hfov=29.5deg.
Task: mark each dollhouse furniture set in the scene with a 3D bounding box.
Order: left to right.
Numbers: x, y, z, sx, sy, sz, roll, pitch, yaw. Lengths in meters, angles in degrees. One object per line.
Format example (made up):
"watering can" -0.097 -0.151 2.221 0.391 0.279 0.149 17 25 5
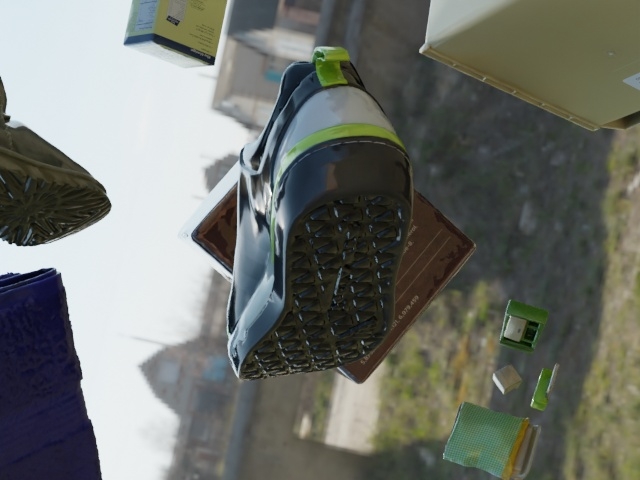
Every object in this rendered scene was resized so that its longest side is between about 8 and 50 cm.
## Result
"dollhouse furniture set" 0.169 0.134 1.090 0.058 0.076 0.151 92 -161 -57

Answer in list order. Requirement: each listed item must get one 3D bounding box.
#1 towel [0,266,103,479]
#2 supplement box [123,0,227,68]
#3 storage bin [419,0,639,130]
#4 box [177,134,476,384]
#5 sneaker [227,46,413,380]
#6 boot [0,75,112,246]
"towel" -0.302 0.196 1.086 0.228 0.076 0.308 -22 -72 -49
"supplement box" -0.149 -0.231 1.264 0.056 0.083 0.083 4 81 49
"storage bin" 0.269 -0.219 1.101 0.262 0.260 0.123 -22 54 58
"box" 0.000 0.000 1.127 0.167 0.203 0.168 -49 10 -6
"sneaker" -0.003 -0.009 0.626 0.234 0.084 0.097 112 148 -55
"boot" -0.216 -0.110 0.755 0.208 0.076 0.189 64 -173 19
